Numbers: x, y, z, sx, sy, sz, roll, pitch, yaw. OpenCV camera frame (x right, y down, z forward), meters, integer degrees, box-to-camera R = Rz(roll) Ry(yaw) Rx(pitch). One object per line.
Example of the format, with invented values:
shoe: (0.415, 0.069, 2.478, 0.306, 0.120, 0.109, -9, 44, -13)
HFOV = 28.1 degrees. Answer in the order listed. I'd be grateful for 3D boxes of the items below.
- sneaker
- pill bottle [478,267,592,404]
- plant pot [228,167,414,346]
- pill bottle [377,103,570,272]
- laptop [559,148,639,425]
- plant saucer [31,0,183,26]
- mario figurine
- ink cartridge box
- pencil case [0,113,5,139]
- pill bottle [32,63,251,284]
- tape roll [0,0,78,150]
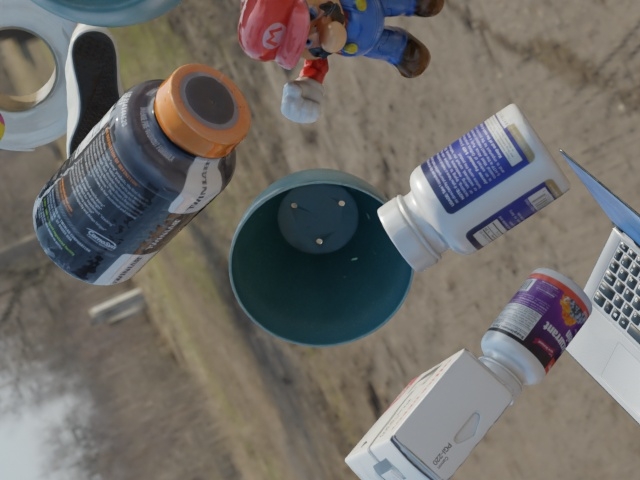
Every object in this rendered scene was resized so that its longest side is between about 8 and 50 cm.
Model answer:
sneaker: (-0.352, -0.214, 2.039, 0.123, 0.106, 0.290, -115, 27, -61)
pill bottle: (0.305, 0.144, 1.885, 0.108, 0.193, 0.108, 36, 163, 13)
plant pot: (0.000, 0.000, 2.079, 0.195, 0.290, 0.290, -93, -15, -64)
pill bottle: (0.160, -0.050, 1.363, 0.112, 0.187, 0.112, 54, -169, -15)
laptop: (0.494, 0.125, 2.022, 0.382, 0.236, 0.408, 50, 130, 43)
plant saucer: (-0.279, -0.403, 1.553, 0.043, 0.317, 0.317, -76, -29, -59)
mario figurine: (0.039, -0.259, 1.592, 0.170, 0.320, 0.198, -18, 83, 46)
ink cartridge box: (0.134, 0.240, 1.623, 0.092, 0.158, 0.218, 43, 158, 0)
pencil case: (-0.460, -0.173, 1.484, 0.104, 0.104, 0.236, 61, 179, 27)
pill bottle: (-0.167, -0.066, 1.224, 0.246, 0.130, 0.130, -39, 71, 42)
tape roll: (-0.524, -0.302, 2.194, 0.100, 0.286, 0.286, -118, 8, -67)
